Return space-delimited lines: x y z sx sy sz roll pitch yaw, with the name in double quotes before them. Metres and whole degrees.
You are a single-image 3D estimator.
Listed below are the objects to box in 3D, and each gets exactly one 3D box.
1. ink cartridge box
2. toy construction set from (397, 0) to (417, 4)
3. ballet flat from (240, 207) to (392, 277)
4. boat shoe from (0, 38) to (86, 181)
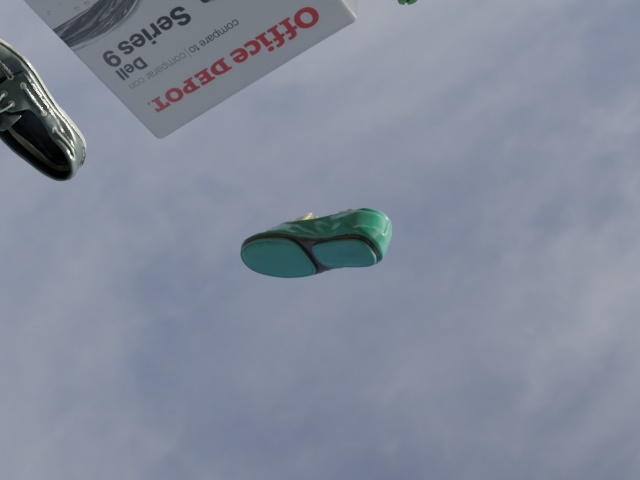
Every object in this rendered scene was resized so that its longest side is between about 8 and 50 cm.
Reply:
"ink cartridge box" -0.131 -0.250 0.791 0.211 0.289 0.121 -27 -144 22
"toy construction set" 0.057 -0.484 1.716 0.309 0.257 0.237 -26 -104 60
"ballet flat" 0.000 0.000 1.393 0.247 0.083 0.087 -6 -144 41
"boat shoe" -0.515 -0.224 1.713 0.116 0.319 0.099 -31 -147 14
